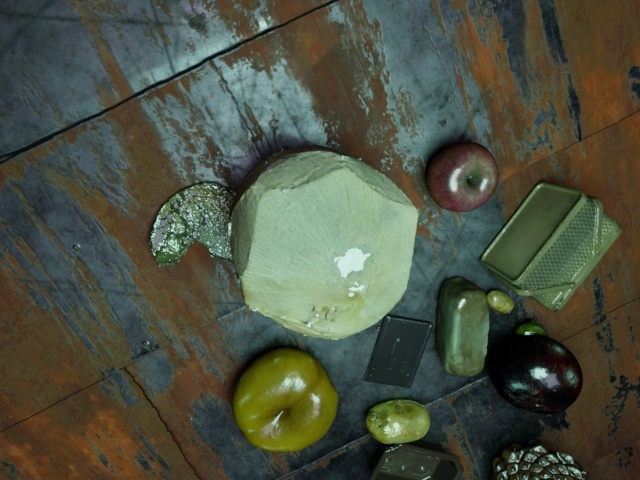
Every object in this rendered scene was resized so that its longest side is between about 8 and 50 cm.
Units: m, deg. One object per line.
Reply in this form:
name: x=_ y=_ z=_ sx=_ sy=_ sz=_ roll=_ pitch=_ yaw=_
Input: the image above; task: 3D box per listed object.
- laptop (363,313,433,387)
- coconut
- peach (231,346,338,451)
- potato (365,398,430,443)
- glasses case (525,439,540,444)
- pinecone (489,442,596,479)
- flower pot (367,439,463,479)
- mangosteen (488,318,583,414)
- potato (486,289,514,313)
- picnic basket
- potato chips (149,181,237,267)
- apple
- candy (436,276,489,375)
laptop: x=0.198 y=0.286 z=1.075 sx=0.135 sy=0.016 sz=0.197 roll=11 pitch=104 yaw=-12
coconut: x=0.000 y=0.000 z=0.771 sx=0.346 sy=0.360 sz=0.347 roll=-4 pitch=108 yaw=-11
peach: x=-0.085 y=0.375 z=0.984 sx=0.251 sy=0.153 sz=0.251 roll=-2 pitch=100 yaw=-12
potato: x=0.200 y=0.464 z=1.085 sx=0.170 sy=0.107 sz=0.080 roll=4 pitch=148 yaw=-11
glasses case: x=0.644 y=0.614 z=1.251 sx=0.083 sy=0.023 sz=0.033 roll=32 pitch=118 yaw=-15
pinecone: x=0.620 y=0.716 z=1.151 sx=0.242 sy=0.298 sz=0.296 roll=-26 pitch=131 yaw=-28
flower pot: x=0.248 y=0.615 z=1.150 sx=0.250 sy=0.084 sz=0.179 roll=20 pitch=103 yaw=-14
mangosteen: x=0.537 y=0.321 z=1.060 sx=0.216 sy=0.216 sz=0.216 roll=-3 pitch=107 yaw=-9
potato: x=0.455 y=0.155 z=1.067 sx=0.083 sy=0.040 sz=0.051 roll=32 pitch=87 yaw=-19
picnic basket: x=0.520 y=0.009 z=0.968 sx=0.139 sy=0.165 sz=0.267 roll=32 pitch=98 yaw=-17
potato chips: x=-0.252 y=-0.020 z=0.898 sx=0.219 sy=0.029 sz=0.202 roll=-15 pitch=108 yaw=-8
apple: x=0.303 y=-0.135 z=0.910 sx=0.153 sy=0.120 sz=0.154 roll=-5 pitch=110 yaw=-14
candy: x=0.346 y=0.214 z=1.031 sx=0.102 sy=0.104 sz=0.234 roll=-2 pitch=107 yaw=-9
